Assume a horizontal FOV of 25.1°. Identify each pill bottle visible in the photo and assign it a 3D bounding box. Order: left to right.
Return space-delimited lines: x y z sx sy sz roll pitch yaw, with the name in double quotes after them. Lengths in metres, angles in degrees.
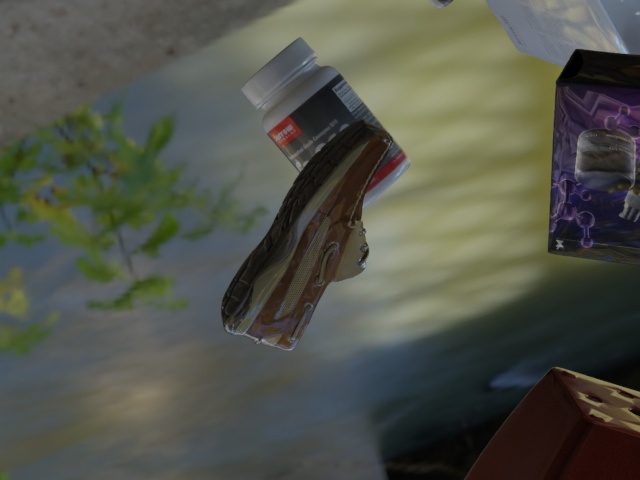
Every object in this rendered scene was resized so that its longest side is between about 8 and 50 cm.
0.005 -0.188 2.403 0.161 0.283 0.161 -40 -175 4 "pill bottle"

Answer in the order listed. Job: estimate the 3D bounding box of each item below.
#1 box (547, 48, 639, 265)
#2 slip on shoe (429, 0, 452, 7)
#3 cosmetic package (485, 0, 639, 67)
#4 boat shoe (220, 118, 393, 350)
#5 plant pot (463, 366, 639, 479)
0.356 -0.070 1.360 0.261 0.103 0.184 7 119 19 "box"
0.117 -0.342 1.738 0.051 0.135 0.041 -43 -177 -35 "slip on shoe"
0.355 -0.380 2.143 0.097 0.284 0.377 -56 140 -9 "cosmetic package"
0.000 0.000 1.801 0.120 0.122 0.324 30 108 -14 "boat shoe"
0.327 0.302 1.669 0.267 0.236 0.267 18 -168 -8 "plant pot"
